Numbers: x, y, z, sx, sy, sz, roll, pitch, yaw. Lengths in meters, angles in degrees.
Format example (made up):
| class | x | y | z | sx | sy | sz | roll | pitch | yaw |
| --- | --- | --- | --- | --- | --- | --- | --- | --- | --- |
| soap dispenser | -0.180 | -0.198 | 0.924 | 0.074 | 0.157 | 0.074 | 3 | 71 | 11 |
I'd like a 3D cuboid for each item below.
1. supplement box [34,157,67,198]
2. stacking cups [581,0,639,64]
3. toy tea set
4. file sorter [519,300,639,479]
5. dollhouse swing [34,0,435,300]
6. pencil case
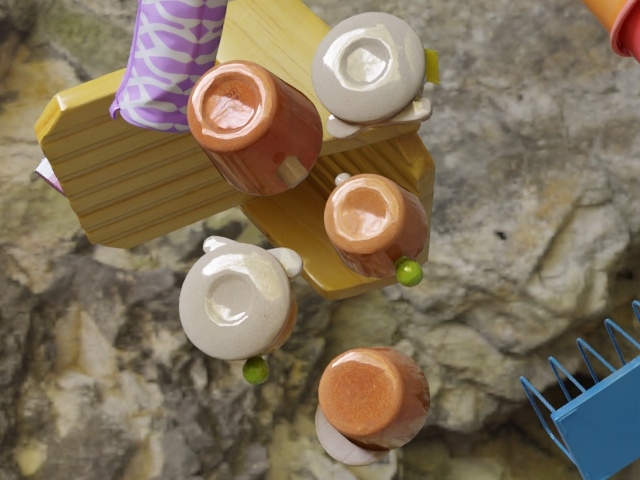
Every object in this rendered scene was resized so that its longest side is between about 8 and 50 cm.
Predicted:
| class | x | y | z | sx | sy | sz | roll | pitch | yaw |
| --- | --- | --- | --- | --- | --- | --- | --- | --- | --- |
| supplement box | -0.362 | -0.085 | 1.421 | 0.043 | 0.083 | 0.055 | -51 | -19 | -9 |
| stacking cups | 0.107 | -0.181 | 0.447 | 0.316 | 0.096 | 0.096 | 57 | -168 | 25 |
| toy tea set | 0.000 | 0.000 | 0.752 | 0.124 | 0.199 | 0.336 | 38 | -129 | -68 |
| file sorter | 0.328 | 0.166 | 1.104 | 0.118 | 0.170 | 0.104 | 58 | 178 | -30 |
| dollhouse swing | -0.090 | -0.046 | 1.117 | 0.305 | 0.315 | 0.347 | -36 | -25 | -16 |
| pencil case | -0.128 | -0.196 | 0.863 | 0.086 | 0.088 | 0.206 | -123 | 39 | -50 |
